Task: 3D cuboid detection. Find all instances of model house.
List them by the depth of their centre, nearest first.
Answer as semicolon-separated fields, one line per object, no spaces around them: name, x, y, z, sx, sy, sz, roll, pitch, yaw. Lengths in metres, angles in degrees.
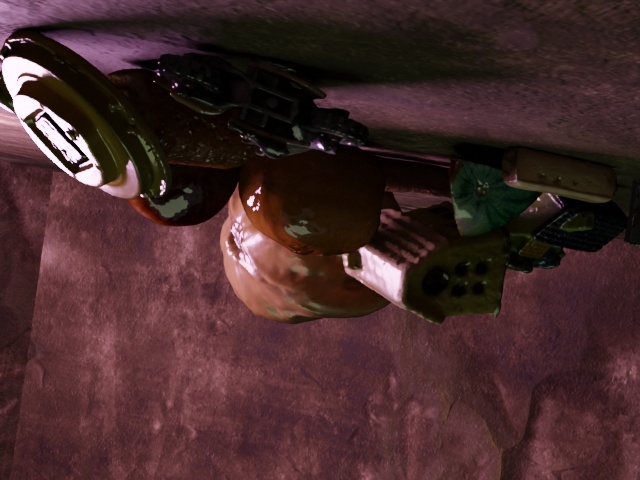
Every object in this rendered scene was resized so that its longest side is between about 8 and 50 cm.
model house;0.168;0.047;1.640;0.234;0.175;0.193;-13;-153;-28
model house;0.412;-0.022;1.682;0.193;0.170;0.211;11;177;-37

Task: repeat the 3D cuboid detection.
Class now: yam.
yam;0.146;-0.111;1.705;0.299;0.066;0.066;8;179;-12

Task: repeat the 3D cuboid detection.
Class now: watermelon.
watermelon;0.279;-0.073;1.480;0.146;0.129;0.231;-5;-178;15

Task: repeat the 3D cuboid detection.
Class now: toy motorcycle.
toy motorcycle;-0.067;-0.137;1.012;0.229;0.094;0.130;18;180;-20

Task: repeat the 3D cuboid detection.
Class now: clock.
clock;-0.264;-0.119;1.048;0.237;0.057;0.237;33;156;17

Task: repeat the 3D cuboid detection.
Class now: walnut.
walnut;0.001;-0.067;1.542;0.203;0.203;0.297;7;173;44
walnut;-0.015;0.004;1.940;0.383;0.384;0.383;8;179;0

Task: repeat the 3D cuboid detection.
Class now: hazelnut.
hazelnut;-0.228;-0.110;1.518;0.204;0.178;0.178;34;169;-22

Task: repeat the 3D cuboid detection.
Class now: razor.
razor;0.489;-0.067;1.431;0.068;0.106;0.232;7;167;17

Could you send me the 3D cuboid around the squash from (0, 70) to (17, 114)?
squash;-0.329;-0.177;1.331;0.080;0.071;0.318;9;180;43

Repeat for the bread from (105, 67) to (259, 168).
bread;-0.170;-0.142;1.151;0.172;0.103;0.132;9;-175;-44

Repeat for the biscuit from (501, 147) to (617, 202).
biscuit;0.344;-0.091;1.401;0.187;0.056;0.052;9;179;-26
